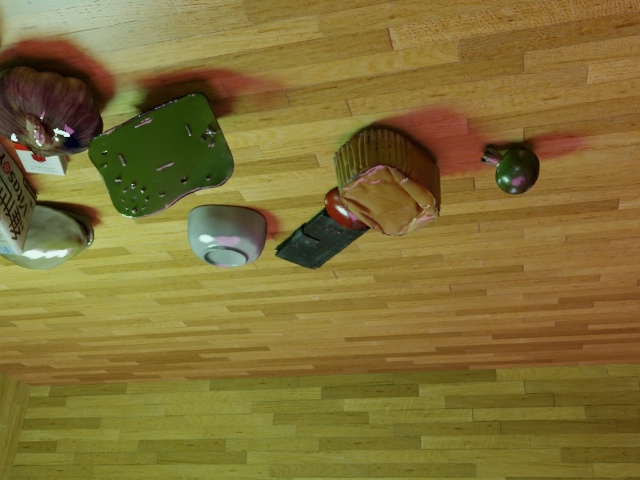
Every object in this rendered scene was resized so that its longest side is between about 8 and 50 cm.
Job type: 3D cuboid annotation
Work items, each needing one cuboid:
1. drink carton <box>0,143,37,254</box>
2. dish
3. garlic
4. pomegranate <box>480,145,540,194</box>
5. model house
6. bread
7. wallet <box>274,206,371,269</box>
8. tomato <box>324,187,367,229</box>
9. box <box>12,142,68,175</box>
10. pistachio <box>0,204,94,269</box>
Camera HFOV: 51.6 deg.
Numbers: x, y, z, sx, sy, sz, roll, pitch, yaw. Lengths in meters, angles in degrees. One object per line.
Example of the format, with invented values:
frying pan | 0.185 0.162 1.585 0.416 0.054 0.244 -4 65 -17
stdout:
drink carton | -0.850 -0.115 1.688 0.131 0.194 0.325 2 153 -2
dish | -0.278 0.003 1.958 0.256 0.117 0.256 2 152 1
garlic | -0.590 -0.260 1.420 0.244 0.161 0.245 2 154 1
pomegranate | 0.449 -0.174 1.572 0.142 0.115 0.115 27 152 4
model house | -0.337 -0.193 1.484 0.293 0.207 0.154 -22 -167 9
bread | 0.165 -0.147 1.598 0.288 0.156 0.204 27 136 -35
wallet | 0.000 0.001 2.010 0.168 0.044 0.317 18 148 -25
tomato | 0.087 -0.078 1.799 0.159 0.091 0.139 8 151 -6
box | -0.691 -0.221 1.634 0.100 0.048 0.152 4 151 -7
pistachio | -0.815 -0.015 1.940 0.287 0.198 0.166 -8 -164 -3
